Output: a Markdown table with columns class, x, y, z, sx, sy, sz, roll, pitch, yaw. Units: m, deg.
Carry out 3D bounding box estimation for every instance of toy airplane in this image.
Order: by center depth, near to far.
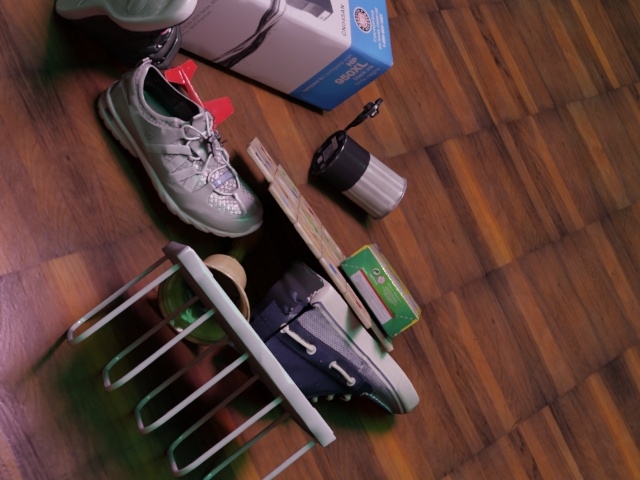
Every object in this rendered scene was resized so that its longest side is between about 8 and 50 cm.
| class | x | y | z | sx | sy | sz | roll | pitch | yaw |
| --- | --- | --- | --- | --- | --- | --- | --- | --- | --- |
| toy airplane | -0.180 | -0.201 | 1.734 | 0.151 | 0.028 | 0.151 | 22 | 55 | -35 |

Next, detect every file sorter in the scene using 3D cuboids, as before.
| class | x | y | z | sx | sy | sz | roll | pitch | yaw |
| --- | --- | --- | --- | --- | --- | --- | --- | --- | --- |
| file sorter | -0.148 | 0.164 | 1.413 | 0.173 | 0.193 | 0.277 | -38 | 99 | -8 |

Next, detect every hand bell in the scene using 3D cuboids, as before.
| class | x | y | z | sx | sy | sz | roll | pitch | yaw |
| --- | --- | --- | --- | --- | --- | --- | --- | --- | --- |
| hand bell | -0.120 | 0.029 | 1.632 | 0.126 | 0.126 | 0.242 | 51 | 29 | -12 |

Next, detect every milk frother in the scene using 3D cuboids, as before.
| class | x | y | z | sx | sy | sz | roll | pitch | yaw |
| --- | --- | --- | --- | --- | --- | --- | --- | --- | --- |
| milk frother | 0.082 | -0.132 | 1.877 | 0.135 | 0.143 | 0.129 | 35 | 40 | -24 |

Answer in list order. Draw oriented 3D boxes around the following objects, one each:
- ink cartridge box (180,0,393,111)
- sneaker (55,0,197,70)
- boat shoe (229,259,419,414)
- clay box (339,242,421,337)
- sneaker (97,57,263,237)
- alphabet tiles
| class | x | y | z | sx | sy | sz | roll | pitch | yaw |
| --- | --- | --- | --- | --- | --- | --- | --- | --- | --- |
| ink cartridge box | -0.093 | -0.410 | 1.835 | 0.395 | 0.166 | 0.285 | 18 | 55 | -37 |
| sneaker | -0.218 | -0.293 | 1.576 | 0.147 | 0.296 | 0.104 | 35 | 76 | -39 |
| boat shoe | 0.003 | 0.179 | 1.660 | 0.158 | 0.127 | 0.340 | -44 | 130 | -7 |
| clay box | 0.090 | 0.069 | 1.727 | 0.127 | 0.053 | 0.222 | 56 | 4 | 3 |
| sneaker | -0.178 | -0.120 | 1.594 | 0.281 | 0.115 | 0.105 | 44 | 44 | -2 |
| alphabet tiles | 0.000 | 0.000 | 1.694 | 0.342 | 0.011 | 0.285 | 55 | 5 | -7 |
